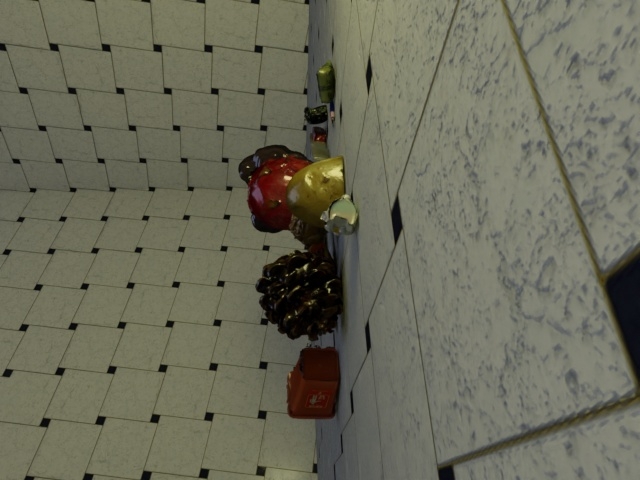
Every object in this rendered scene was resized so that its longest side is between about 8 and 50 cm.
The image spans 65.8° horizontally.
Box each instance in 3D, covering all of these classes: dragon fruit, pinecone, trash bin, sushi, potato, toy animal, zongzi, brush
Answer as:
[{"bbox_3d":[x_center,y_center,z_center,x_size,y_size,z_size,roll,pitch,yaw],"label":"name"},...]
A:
[{"bbox_3d":[-0.121,-0.178,1.875,0.295,0.302,0.295,0,-90,-87],"label":"dragon fruit"},{"bbox_3d":[-0.045,0.148,1.347,0.257,0.244,0.243,11,104,55],"label":"pinecone"},{"bbox_3d":[-0.018,0.432,1.554,0.184,0.161,0.238,-95,13,-45],"label":"trash bin"},{"bbox_3d":[-0.018,-0.452,1.795,0.083,0.085,0.056,-98,7,-55],"label":"sushi"},{"bbox_3d":[-0.014,-0.118,1.319,0.178,0.158,0.203,-102,7,-78],"label":"potato"},{"bbox_3d":[0.040,-0.046,1.066,0.124,0.071,0.085,99,169,-70],"label":"toy animal"},{"bbox_3d":[0.022,-0.478,1.492,0.113,0.052,0.104,-74,-17,-52],"label":"zongzi"},{"bbox_3d":[-0.002,-0.355,1.798,0.321,0.060,0.050,-97,18,-62],"label":"brush"}]

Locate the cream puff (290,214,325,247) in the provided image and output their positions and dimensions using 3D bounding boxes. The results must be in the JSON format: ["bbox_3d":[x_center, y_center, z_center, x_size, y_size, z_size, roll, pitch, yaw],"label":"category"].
[{"bbox_3d":[-0.038,-0.053,1.470,0.126,0.103,0.144,-100,13,-47],"label":"cream puff"}]

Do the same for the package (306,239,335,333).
[{"bbox_3d":[-0.007,0.131,1.584,0.223,0.109,0.288,-90,-1,-73],"label":"package"}]

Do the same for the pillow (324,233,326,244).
[{"bbox_3d":[-0.001,0.000,1.917,0.090,0.048,0.150,89,180,-50],"label":"pillow"}]

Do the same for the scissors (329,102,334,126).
[{"bbox_3d":[0.036,-0.390,1.516,0.039,0.012,0.113,94,174,-58],"label":"scissors"}]

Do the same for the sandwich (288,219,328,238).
[{"bbox_3d":[-0.037,-0.067,1.635,0.185,0.160,0.109,-65,-44,-78],"label":"sandwich"}]

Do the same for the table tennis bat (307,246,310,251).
[{"bbox_3d":[0.005,0.054,2.186,0.107,0.119,0.169,44,-116,-59],"label":"table tennis bat"}]

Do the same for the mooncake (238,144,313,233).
[{"bbox_3d":[-0.171,-0.221,2.119,0.212,0.351,0.381,-82,-30,-76],"label":"mooncake"}]
